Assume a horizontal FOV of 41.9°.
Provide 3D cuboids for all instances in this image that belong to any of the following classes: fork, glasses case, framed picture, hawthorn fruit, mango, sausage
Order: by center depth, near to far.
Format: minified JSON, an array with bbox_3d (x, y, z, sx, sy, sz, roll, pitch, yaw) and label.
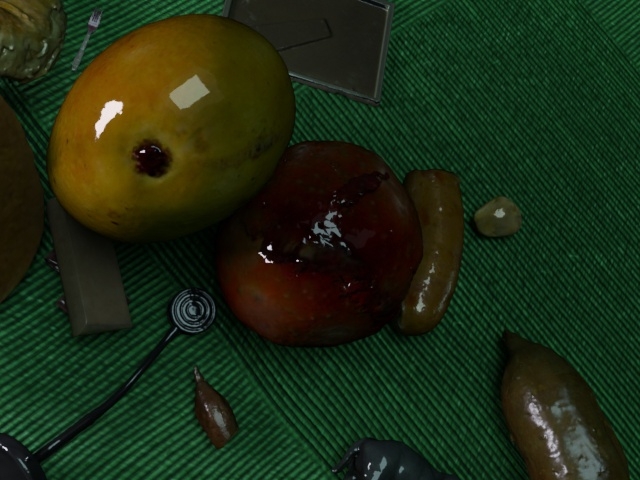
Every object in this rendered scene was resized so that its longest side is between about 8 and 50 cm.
[{"bbox_3d":[-0.192,-0.128,1.032,0.300,0.446,0.232,-43,104,-14],"label":"mango"},{"bbox_3d":[-0.315,0.042,1.137,0.103,0.070,0.193,7,59,-52],"label":"glasses case"},{"bbox_3d":[-0.008,0.012,1.138,0.316,0.316,0.315,6,69,-17],"label":"hawthorn fruit"},{"bbox_3d":[-0.357,-0.304,1.272,0.016,0.012,0.115,18,71,-8],"label":"fork"},{"bbox_3d":[0.163,0.020,1.286,0.109,0.109,0.270,18,66,-12],"label":"sausage"},{"bbox_3d":[-0.021,-0.357,1.404,0.289,0.016,0.213,15,67,-14],"label":"framed picture"}]

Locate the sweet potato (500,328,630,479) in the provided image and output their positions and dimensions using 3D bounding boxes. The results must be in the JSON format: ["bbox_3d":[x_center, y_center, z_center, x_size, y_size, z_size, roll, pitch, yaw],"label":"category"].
[{"bbox_3d":[0.358,0.293,1.226,0.158,0.158,0.369,-10,73,-22],"label":"sweet potato"}]

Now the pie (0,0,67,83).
[{"bbox_3d":[-0.499,-0.343,1.130,0.340,0.083,0.339,23,36,-19],"label":"pie"}]

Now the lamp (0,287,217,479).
[{"bbox_3d":[-0.258,0.193,1.070,0.371,0.108,0.130,-36,89,-27],"label":"lamp"}]

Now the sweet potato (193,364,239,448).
[{"bbox_3d":[-0.146,0.222,1.132,0.049,0.049,0.117,-21,79,-25],"label":"sweet potato"}]

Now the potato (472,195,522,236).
[{"bbox_3d":[0.291,-0.037,1.377,0.083,0.062,0.068,-22,62,-3],"label":"potato"}]

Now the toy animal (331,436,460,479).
[{"bbox_3d":[0.137,0.366,1.158,0.270,0.082,0.137,27,65,-7],"label":"toy animal"}]

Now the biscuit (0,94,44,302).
[{"bbox_3d":[-0.475,-0.040,0.952,0.062,0.385,0.365,11,52,23],"label":"biscuit"}]
